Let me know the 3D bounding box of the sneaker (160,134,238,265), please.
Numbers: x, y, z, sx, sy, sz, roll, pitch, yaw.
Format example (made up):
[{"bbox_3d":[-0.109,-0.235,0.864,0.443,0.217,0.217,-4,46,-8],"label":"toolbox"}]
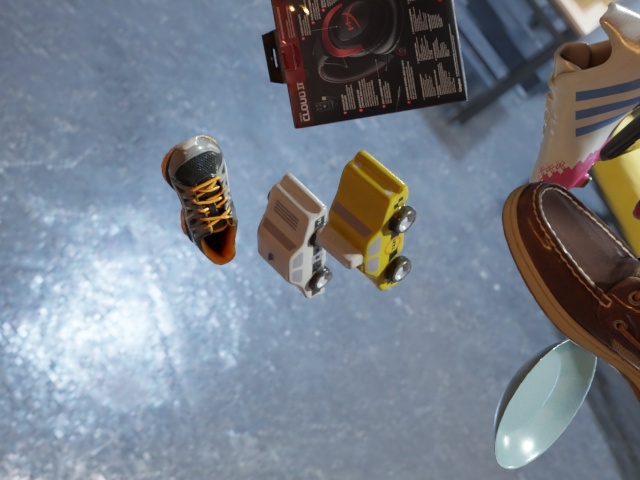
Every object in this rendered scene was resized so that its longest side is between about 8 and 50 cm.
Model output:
[{"bbox_3d":[-0.146,-0.053,1.716,0.083,0.084,0.215,56,-13,36],"label":"sneaker"}]

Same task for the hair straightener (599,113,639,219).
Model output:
[{"bbox_3d":[0.199,-0.097,0.687,0.047,0.230,0.089,-23,71,-17],"label":"hair straightener"}]

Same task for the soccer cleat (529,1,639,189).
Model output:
[{"bbox_3d":[0.347,-0.184,1.752,0.143,0.331,0.116,32,45,-4],"label":"soccer cleat"}]

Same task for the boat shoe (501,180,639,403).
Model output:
[{"bbox_3d":[0.312,0.066,1.212,0.342,0.123,0.123,51,44,0],"label":"boat shoe"}]

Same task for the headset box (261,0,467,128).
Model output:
[{"bbox_3d":[0.059,-0.295,1.963,0.110,0.293,0.218,-65,145,-75],"label":"headset box"}]

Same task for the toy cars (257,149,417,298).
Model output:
[{"bbox_3d":[0.000,0.000,1.655,0.087,0.393,0.176,-33,99,-25],"label":"toy cars"}]

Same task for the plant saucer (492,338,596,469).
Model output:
[{"bbox_3d":[0.271,0.196,1.655,0.037,0.195,0.195,34,15,35],"label":"plant saucer"}]
